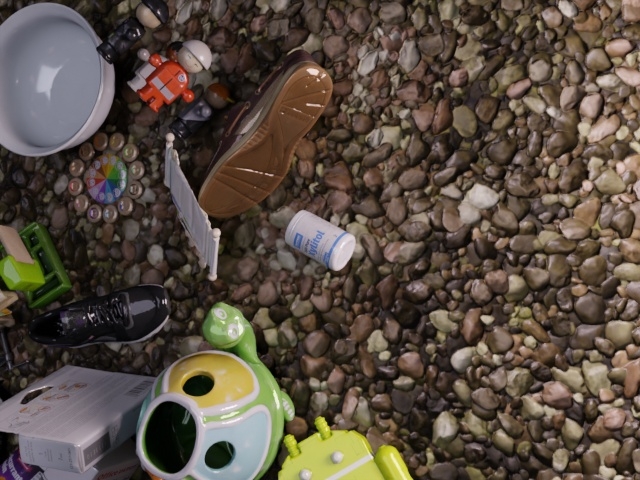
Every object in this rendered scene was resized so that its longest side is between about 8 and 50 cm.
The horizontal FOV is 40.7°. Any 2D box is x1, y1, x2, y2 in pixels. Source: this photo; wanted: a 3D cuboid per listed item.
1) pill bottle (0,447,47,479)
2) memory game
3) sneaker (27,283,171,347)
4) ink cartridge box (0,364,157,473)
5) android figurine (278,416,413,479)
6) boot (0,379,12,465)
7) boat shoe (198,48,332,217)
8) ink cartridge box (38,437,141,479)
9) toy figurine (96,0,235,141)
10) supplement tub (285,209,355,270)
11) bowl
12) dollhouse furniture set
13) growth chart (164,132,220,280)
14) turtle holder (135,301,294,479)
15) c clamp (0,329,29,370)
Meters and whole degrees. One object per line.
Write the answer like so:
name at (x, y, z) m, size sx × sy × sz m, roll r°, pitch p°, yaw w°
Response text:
pill bottle at (-0.546, 0.438, 1.665) m, size 0.193 × 0.108 × 0.108 m, roll -44°, pitch 72°, yaw 5°
memory game at (-0.425, -0.124, 1.707) m, size 0.186 × 0.012 × 0.186 m, roll -1°, pitch 87°, yaw 22°
sneaker at (-0.420, 0.154, 1.627) m, size 0.283 × 0.124 × 0.107 m, roll -17°, pitch 81°, yaw 20°
ink cartridge box at (-0.442, 0.311, 1.545) m, size 0.238 × 0.275 × 0.060 m, roll 3°, pitch 105°, yaw 23°
android figurine at (0.035, 0.432, 1.442) m, size 0.248 × 0.056 × 0.273 m, roll -29°, pitch 77°, yaw 5°
boot at (-0.655, 0.395, 1.741) m, size 0.137 × 0.077 × 0.198 m, roll -39°, pitch 74°, yaw 10°
boat shoe at (-0.112, -0.192, 1.542) m, size 0.342 × 0.123 × 0.123 m, roll -54°, pitch 39°, yaw 22°
ink cartridge box at (-0.448, 0.462, 1.601) m, size 0.092 × 0.160 × 0.219 m, roll 39°, pitch 102°, yaw 19°
toy figurine at (-0.271, -0.307, 1.552) m, size 0.148 × 0.209 × 0.213 m, roll -44°, pitch 65°, yaw -3°
supplement tub at (0.000, 0.000, 1.492) m, size 0.107 × 0.071 × 0.071 m, roll 28°, pitch 97°, yaw 21°
bowl at (-0.510, -0.300, 1.688) m, size 0.297 × 0.134 × 0.298 m, roll -2°, pitch 85°, yaw 22°
dollhouse furniture set at (-0.674, 0.098, 1.677) m, size 0.301 × 0.197 × 0.151 m, roll -33°, pitch 77°, yaw 9°
growth chart at (-0.236, -0.054, 1.562) m, size 0.021 × 0.172 × 0.237 m, roll -20°, pitch 69°, yaw -22°
turtle holder at (-0.177, 0.293, 1.463) m, size 0.320 × 0.227 × 0.243 m, roll -48°, pitch 71°, yaw 13°
c clamp at (-0.671, 0.200, 1.787) m, size 0.137 × 0.022 × 0.161 m, roll -27°, pitch 78°, yaw 24°
